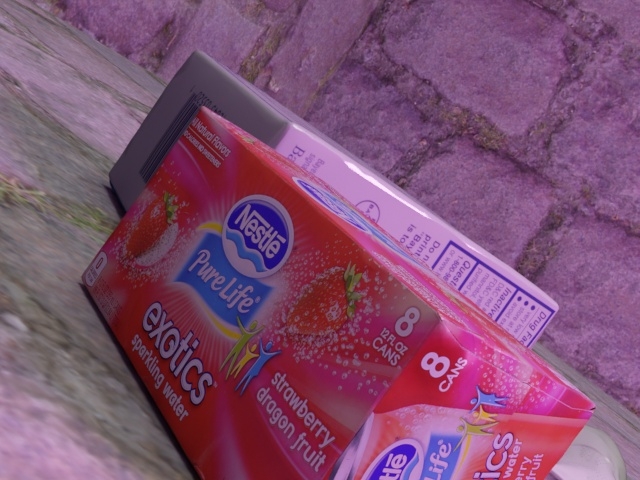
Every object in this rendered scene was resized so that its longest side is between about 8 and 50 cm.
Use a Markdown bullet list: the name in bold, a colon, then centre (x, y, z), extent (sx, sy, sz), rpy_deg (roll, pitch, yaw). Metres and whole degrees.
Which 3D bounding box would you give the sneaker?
- **sneaker**: centre (0.190, 0.191, 0.796), extent (0.094, 0.080, 0.212), rpy_deg (22, 9, -11)

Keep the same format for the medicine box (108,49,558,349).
- **medicine box**: centre (0.000, 0.000, 0.834), extent (0.289, 0.149, 0.263), rpy_deg (33, 6, -28)

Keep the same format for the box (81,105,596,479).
- **box**: centre (-0.008, 0.047, 0.511), extent (0.123, 0.128, 0.257), rpy_deg (31, 8, -38)
